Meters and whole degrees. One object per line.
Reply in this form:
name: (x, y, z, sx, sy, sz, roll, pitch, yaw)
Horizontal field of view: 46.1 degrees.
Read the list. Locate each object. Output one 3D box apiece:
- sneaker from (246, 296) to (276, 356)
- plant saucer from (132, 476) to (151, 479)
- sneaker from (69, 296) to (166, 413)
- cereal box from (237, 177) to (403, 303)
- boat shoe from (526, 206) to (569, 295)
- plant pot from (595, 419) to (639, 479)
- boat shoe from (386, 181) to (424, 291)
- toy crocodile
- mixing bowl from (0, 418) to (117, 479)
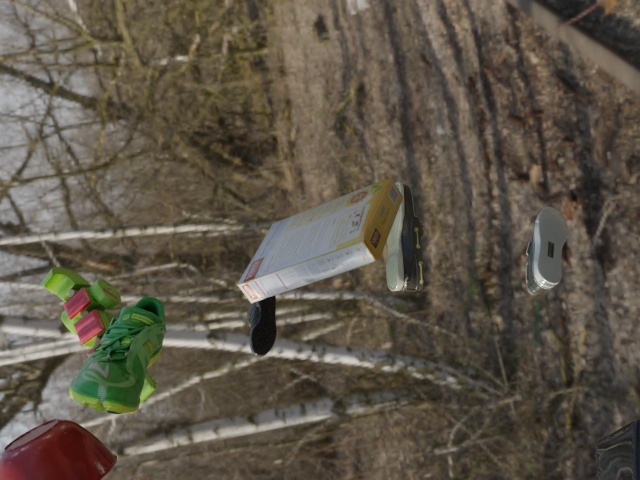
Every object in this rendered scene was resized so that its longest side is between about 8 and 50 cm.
sneaker: (-0.119, 0.158, 1.506, 0.089, 0.051, 0.170, 129, 149, -61)
plant saucer: (-0.416, 0.588, 1.731, 0.013, 0.083, 0.084, 55, -161, -63)
sneaker: (-0.306, 0.167, 1.161, 0.295, 0.109, 0.124, -94, 19, -73)
cereal box: (0.000, 0.000, 1.157, 0.047, 0.240, 0.173, 55, -144, -22)
boat shoe: (0.475, 0.020, 1.608, 0.070, 0.077, 0.219, -53, 11, 51)
plant pot: (0.634, 0.463, 1.408, 0.187, 0.188, 0.167, 104, -176, -60)
boat shoe: (0.178, -0.007, 1.549, 0.081, 0.068, 0.228, 150, 123, -71)
toy crocodile: (-0.440, 0.185, 1.498, 0.340, 0.115, 0.105, 52, -174, 22)
mixing bowl: (-0.410, 0.333, 1.127, 0.098, 0.181, 0.181, 65, 174, -7)
